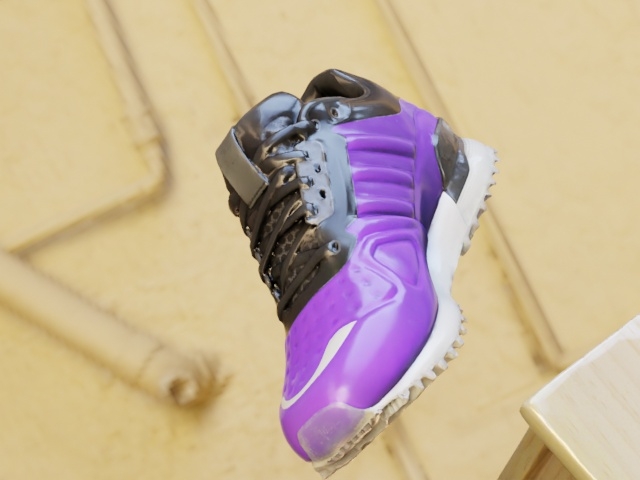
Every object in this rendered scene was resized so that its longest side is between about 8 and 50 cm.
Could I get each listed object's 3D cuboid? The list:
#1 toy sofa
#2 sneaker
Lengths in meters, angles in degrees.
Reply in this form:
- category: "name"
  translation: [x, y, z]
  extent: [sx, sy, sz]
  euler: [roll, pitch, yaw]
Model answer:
- category: "toy sofa"
  translation: [0.189, 0.171, 1.062]
  extent: [0.150, 0.177, 0.362]
  euler: [49, -24, 18]
- category: "sneaker"
  translation: [0.000, 0.000, 0.941]
  extent: [0.146, 0.102, 0.293]
  euler: [38, 31, -11]
